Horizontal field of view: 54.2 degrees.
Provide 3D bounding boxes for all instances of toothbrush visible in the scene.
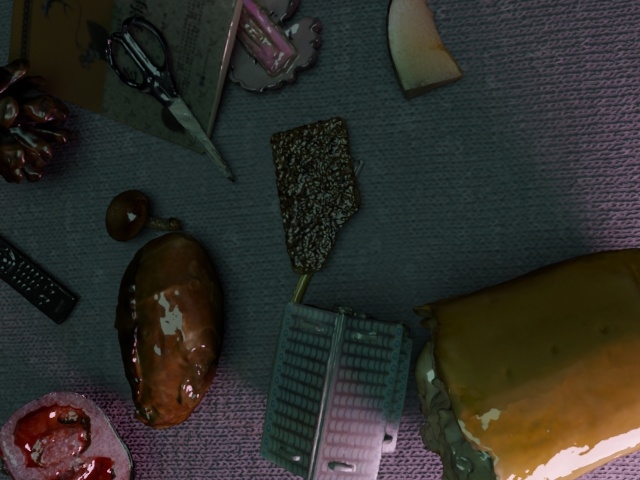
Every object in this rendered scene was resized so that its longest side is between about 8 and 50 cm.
[{"bbox_3d":[0.000,0.000,1.007,0.024,0.021,0.288,25,94,19],"label":"toothbrush"}]

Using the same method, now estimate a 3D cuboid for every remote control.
[{"bbox_3d":[-0.528,0.052,1.092,0.245,0.025,0.063,37,97,7],"label":"remote control"}]

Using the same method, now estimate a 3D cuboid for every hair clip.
[{"bbox_3d":[-0.133,-0.375,1.002,0.173,0.069,0.300,-40,95,12],"label":"hair clip"}]

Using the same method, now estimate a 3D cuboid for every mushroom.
[{"bbox_3d":[-0.297,-0.041,1.031,0.130,0.072,0.088,3,61,7],"label":"mushroom"}]

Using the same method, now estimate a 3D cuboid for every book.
[{"bbox_3d":[-0.330,-0.329,1.018,0.389,0.032,0.268,21,113,9],"label":"book"}]

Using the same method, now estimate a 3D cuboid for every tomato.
[{"bbox_3d":[-0.408,0.357,1.003,0.181,0.155,0.214,-23,80,-27],"label":"tomato"}]

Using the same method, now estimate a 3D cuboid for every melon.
[{"bbox_3d":[0.141,-0.317,0.969,0.098,0.054,0.182,-24,87,3],"label":"melon"}]

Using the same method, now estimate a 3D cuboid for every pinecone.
[{"bbox_3d":[-0.509,-0.195,0.998,0.201,0.229,0.202,29,88,-34],"label":"pinecone"}]

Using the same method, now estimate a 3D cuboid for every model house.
[{"bbox_3d":[0.026,0.201,0.905,0.199,0.215,0.224,11,92,8],"label":"model house"}]

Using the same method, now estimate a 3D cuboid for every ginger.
[{"bbox_3d":[-0.234,0.147,0.974,0.165,0.172,0.321,5,90,-28],"label":"ginger"}]

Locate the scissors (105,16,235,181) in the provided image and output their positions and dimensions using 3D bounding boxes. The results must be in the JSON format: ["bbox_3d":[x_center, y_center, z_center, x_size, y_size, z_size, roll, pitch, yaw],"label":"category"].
[{"bbox_3d":[-0.230,-0.214,1.002,0.109,0.022,0.300,-31,99,28],"label":"scissors"}]

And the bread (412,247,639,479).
[{"bbox_3d":[0.301,0.158,0.812,0.394,0.361,0.250,-22,69,-2],"label":"bread"}]

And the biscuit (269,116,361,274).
[{"bbox_3d":[-0.004,-0.070,0.987,0.131,0.026,0.236,-12,82,17],"label":"biscuit"}]
